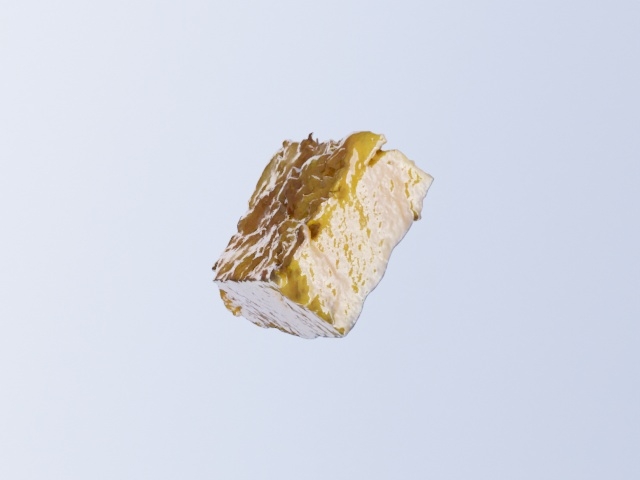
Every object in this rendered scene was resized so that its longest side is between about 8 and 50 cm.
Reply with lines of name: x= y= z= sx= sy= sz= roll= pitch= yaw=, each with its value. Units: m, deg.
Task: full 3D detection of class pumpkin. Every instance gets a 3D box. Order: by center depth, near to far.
pumpkin: x=0.000 y=0.000 z=0.573 sx=0.074 sy=0.054 sz=0.083 roll=-61 pitch=-155 yaw=-14
